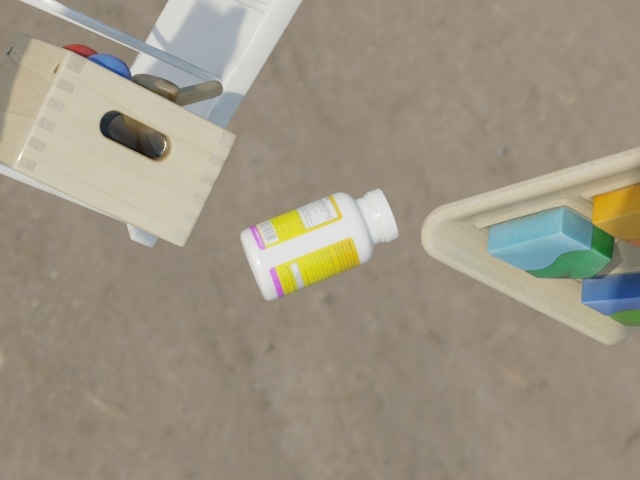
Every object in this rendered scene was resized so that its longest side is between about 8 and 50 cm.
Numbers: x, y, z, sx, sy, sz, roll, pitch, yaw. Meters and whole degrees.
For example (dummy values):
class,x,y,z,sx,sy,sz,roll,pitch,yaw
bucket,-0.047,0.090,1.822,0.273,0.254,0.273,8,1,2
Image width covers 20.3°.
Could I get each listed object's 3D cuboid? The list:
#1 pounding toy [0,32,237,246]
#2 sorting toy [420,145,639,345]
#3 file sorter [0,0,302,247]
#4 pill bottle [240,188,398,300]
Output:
class,x,y,z,sx,sy,sz,roll,pitch,yaw
pounding toy,-0.112,-0.067,1.029,0.141,0.130,0.100,26,90,-28
sorting toy,0.191,0.006,1.002,0.193,0.208,0.038,26,57,-37
file sorter,-0.145,-0.180,1.314,0.173,0.278,0.193,22,24,-25
pill bottle,0.000,0.000,1.001,0.083,0.043,0.043,-21,67,-4
